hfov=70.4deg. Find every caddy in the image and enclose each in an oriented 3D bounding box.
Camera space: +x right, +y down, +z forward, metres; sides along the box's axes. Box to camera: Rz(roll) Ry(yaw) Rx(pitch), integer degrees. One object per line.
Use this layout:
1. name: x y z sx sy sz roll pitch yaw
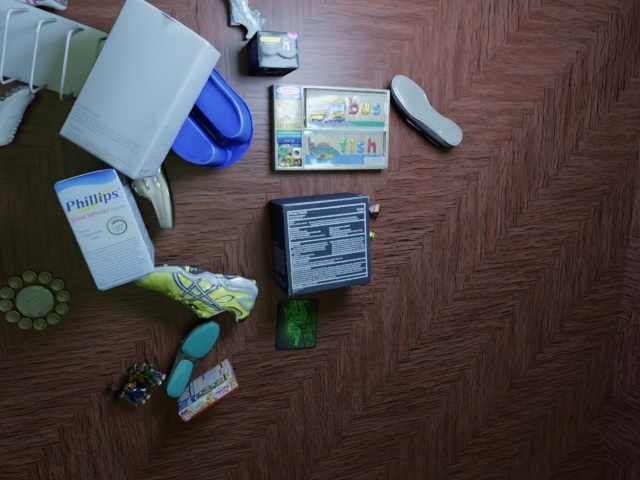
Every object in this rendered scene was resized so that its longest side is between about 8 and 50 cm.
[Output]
1. caddy: -0.352 -0.367 1.307 0.241 0.179 0.341 -41 97 8

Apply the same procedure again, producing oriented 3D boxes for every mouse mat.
1. mouse mat: -0.083 0.301 1.628 0.153 0.007 0.189 0 100 -20

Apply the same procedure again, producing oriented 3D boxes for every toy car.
1. toy car: 0.184 -0.072 1.626 0.041 0.060 0.121 16 88 10

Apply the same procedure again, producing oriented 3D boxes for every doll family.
1. doll family: -0.590 0.455 1.441 0.111 0.076 0.193 38 89 -27

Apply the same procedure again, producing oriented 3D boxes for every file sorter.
1. file sorter: -0.697 -0.469 1.147 0.278 0.173 0.192 13 111 -22

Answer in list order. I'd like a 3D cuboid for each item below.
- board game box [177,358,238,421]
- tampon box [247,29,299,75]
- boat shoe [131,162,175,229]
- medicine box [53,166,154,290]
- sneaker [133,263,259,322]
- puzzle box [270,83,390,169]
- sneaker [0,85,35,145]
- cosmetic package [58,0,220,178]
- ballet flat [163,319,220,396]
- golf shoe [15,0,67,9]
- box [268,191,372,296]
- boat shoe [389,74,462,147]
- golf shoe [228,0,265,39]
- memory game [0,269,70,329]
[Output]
1. board game box: -0.372 0.485 1.484 0.194 0.147 0.045 -31 109 -11
2. tampon box: -0.145 -0.554 1.354 0.121 0.161 0.101 -6 102 -19
3. boat shoe: -0.501 -0.173 1.335 0.098 0.109 0.302 -14 99 -11
4. medicine box: -0.574 -0.048 1.244 0.149 0.263 0.289 -20 106 -15
5. sneaker: -0.382 0.163 1.405 0.385 0.145 0.147 13 78 -20
6. puzzle box: 0.038 -0.373 1.514 0.409 0.052 0.271 -4 101 -19
7. sneaker: -0.842 -0.316 1.203 0.235 0.090 0.094 -42 126 -5
8. cosmetic package: -0.445 -0.371 1.140 0.217 0.156 0.385 33 98 -6
9. ballet flat: -0.426 0.367 1.468 0.095 0.096 0.280 34 88 -24
10. golf shoe: -0.761 -0.637 1.178 0.186 0.067 0.086 16 122 -23
11. box: 0.000 0.000 1.503 0.297 0.183 0.293 -7 104 -20
12. boat shoe: 0.353 -0.437 1.599 0.335 0.095 0.112 37 71 -18
13. golf shoe: -0.247 -0.683 1.346 0.086 0.069 0.176 -45 110 0
14. memory game: -0.835 0.176 1.330 0.186 0.012 0.186 -4 101 -20
